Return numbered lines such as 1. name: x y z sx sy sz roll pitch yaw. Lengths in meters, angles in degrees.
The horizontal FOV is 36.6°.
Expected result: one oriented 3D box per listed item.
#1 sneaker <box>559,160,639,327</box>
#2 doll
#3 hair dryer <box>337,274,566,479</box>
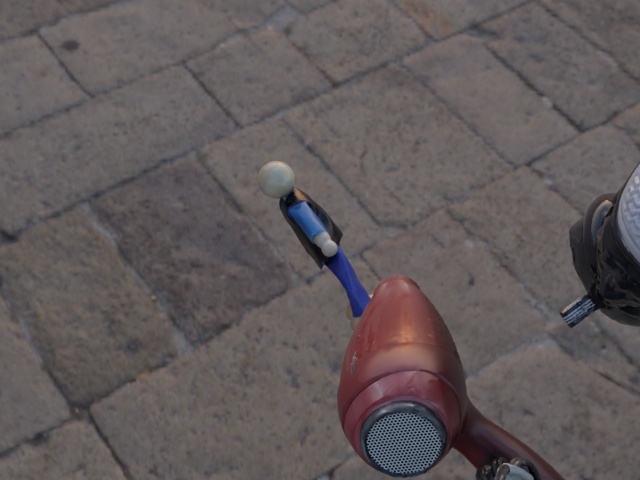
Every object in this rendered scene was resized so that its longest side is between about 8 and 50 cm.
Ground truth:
1. sneaker: 0.253 -0.038 0.624 0.269 0.153 0.101 -35 79 -29
2. doll: 0.000 0.000 0.971 0.046 0.189 0.129 -32 14 2
3. hair dryer: 0.094 0.138 0.631 0.080 0.224 0.293 -37 56 15
